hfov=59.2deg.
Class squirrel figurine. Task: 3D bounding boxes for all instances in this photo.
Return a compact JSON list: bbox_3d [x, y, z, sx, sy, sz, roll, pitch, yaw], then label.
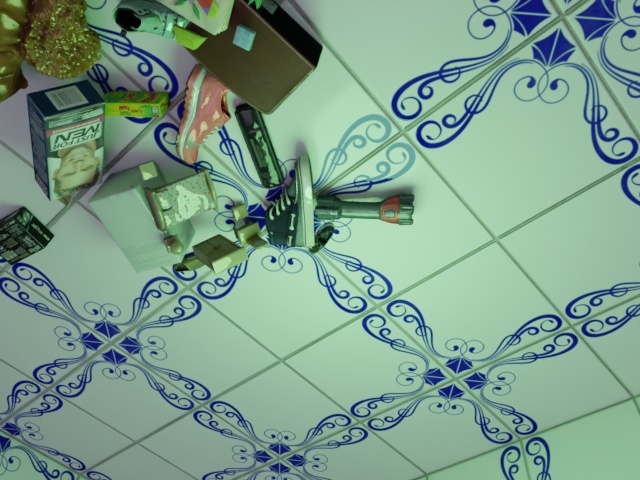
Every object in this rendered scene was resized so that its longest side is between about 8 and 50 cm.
[{"bbox_3d":[-0.776,-0.520,1.431,0.398,0.281,0.370,10,119,-11],"label":"squirrel figurine"}]

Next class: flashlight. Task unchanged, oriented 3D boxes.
[{"bbox_3d":[0.141,-0.102,1.771,0.304,0.103,0.103,3,153,10],"label":"flashlight"}]

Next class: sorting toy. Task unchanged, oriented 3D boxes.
[{"bbox_3d":[-0.849,-0.164,1.867,0.075,0.044,0.083,-38,114,21],"label":"sorting toy"}]

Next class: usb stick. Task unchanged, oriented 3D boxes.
[{"bbox_3d":[-0.182,-0.282,1.700,0.077,0.045,0.277,-14,124,7],"label":"usb stick"}]

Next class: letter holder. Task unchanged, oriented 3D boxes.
[{"bbox_3d":[-0.180,-0.507,1.468,0.302,0.152,0.214,38,124,-20],"label":"letter holder"}]

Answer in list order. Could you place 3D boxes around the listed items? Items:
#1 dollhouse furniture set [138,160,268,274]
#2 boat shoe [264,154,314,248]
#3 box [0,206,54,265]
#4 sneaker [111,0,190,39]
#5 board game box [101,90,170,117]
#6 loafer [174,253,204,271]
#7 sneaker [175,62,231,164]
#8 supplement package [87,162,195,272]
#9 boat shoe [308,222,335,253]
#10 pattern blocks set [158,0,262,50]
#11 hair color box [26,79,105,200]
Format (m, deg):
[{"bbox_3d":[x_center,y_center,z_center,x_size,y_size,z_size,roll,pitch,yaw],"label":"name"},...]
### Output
[{"bbox_3d":[-0.334,-0.101,1.707,0.303,0.174,0.355,-26,120,-27],"label":"dollhouse furniture set"},{"bbox_3d":[-0.100,-0.110,1.763,0.158,0.127,0.340,-1,128,0],"label":"boat shoe"},{"bbox_3d":[-1.061,-0.015,1.976,0.180,0.077,0.147,-23,121,22],"label":"box"},{"bbox_3d":[-0.405,-0.551,1.457,0.256,0.151,0.094,15,125,-6],"label":"sneaker"},{"bbox_3d":[-0.536,-0.394,1.625,0.182,0.092,0.043,2,126,5],"label":"board game box"},{"bbox_3d":[-0.455,0.083,1.998,0.148,0.050,0.056,-18,123,19],"label":"loafer"},{"bbox_3d":[-0.332,-0.342,1.628,0.136,0.115,0.313,16,127,-7],"label":"sneaker"},{"bbox_3d":[-0.564,-0.073,1.816,0.178,0.175,0.292,-12,124,17],"label":"supplement package"},{"bbox_3d":[0.000,0.000,1.891,0.049,0.040,0.142,28,124,-14],"label":"boat shoe"},{"bbox_3d":[-0.289,-0.587,1.314,0.325,0.026,0.285,18,125,6],"label":"pattern blocks set"},{"bbox_3d":[-0.724,-0.280,1.620,0.105,0.174,0.347,50,143,16],"label":"hair color box"}]
